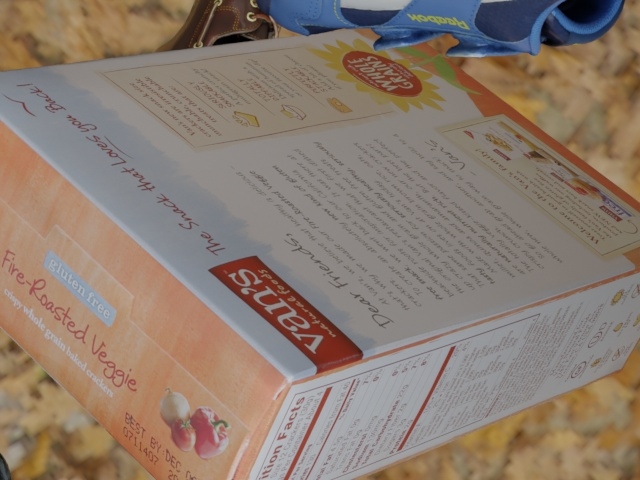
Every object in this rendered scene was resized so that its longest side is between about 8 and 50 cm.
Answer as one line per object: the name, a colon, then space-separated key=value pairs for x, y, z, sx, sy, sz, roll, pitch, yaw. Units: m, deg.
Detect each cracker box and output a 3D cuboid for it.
cracker box: x=0.000 y=0.000 z=0.664 sx=0.232 sy=0.156 sz=0.067 roll=-13 pitch=136 yaw=-50

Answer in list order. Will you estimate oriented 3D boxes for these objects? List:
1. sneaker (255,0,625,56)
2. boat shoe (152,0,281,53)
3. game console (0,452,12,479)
sneaker: x=0.035 y=-0.066 z=0.454 sx=0.053 sy=0.144 sz=0.059 roll=-45 pitch=107 yaw=-28
boat shoe: x=-0.065 y=-0.150 z=1.449 sx=0.073 sy=0.073 sz=0.207 roll=41 pitch=77 yaw=-41
game console: x=-0.160 y=0.139 z=0.673 sx=0.122 sy=0.107 sz=0.071 roll=-12 pitch=126 yaw=24
